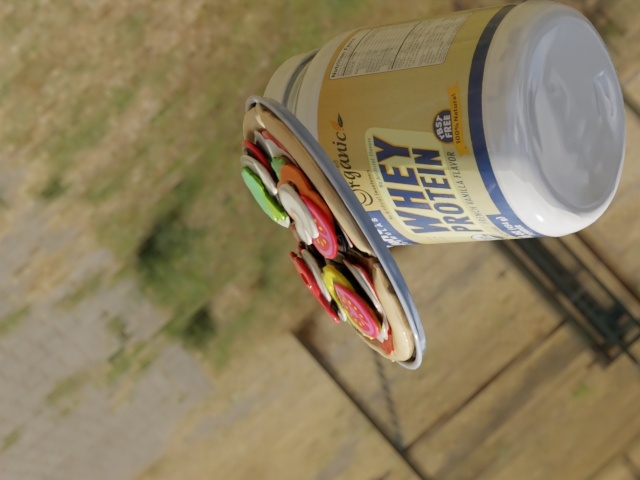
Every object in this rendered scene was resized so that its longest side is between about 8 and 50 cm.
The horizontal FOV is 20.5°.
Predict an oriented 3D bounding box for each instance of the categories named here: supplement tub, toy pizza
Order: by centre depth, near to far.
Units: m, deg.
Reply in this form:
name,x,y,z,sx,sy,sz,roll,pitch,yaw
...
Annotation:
name,x,y,z,sx,sy,sz,roll,pitch,yaw
toy pizza,0.000,0.000,1.117,0.032,0.201,0.201,-32,167,-10
supplement tub,0.118,-0.110,1.762,0.316,0.228,0.228,-4,-164,38
